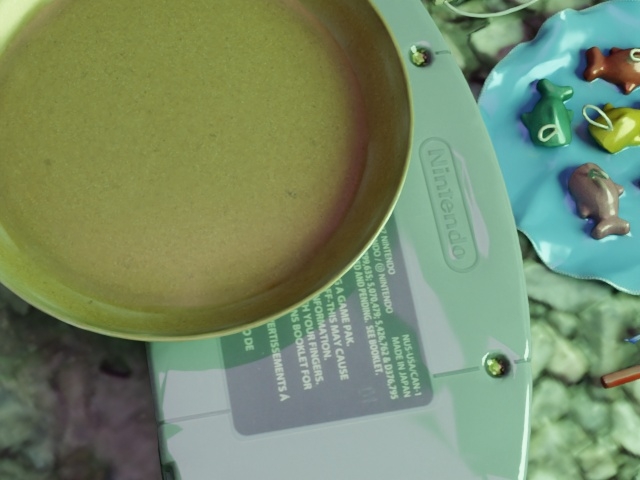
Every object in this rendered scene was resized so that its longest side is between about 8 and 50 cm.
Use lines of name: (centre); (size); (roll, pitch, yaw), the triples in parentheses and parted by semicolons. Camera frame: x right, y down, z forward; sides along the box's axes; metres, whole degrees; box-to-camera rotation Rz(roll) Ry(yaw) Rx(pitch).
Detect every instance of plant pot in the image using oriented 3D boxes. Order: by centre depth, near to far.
plant pot: (-0.072, -0.060, 0.559); (0.236, 0.032, 0.236); (1, 69, -3)

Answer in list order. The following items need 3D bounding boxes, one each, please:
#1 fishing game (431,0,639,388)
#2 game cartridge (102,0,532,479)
fishing game: (0.182, -0.059, 0.630); (0.189, 0.041, 0.264); (-15, 72, -7)
game cartridge: (0.000, 0.000, 0.587); (0.198, 0.062, 0.297); (-7, 70, -11)
